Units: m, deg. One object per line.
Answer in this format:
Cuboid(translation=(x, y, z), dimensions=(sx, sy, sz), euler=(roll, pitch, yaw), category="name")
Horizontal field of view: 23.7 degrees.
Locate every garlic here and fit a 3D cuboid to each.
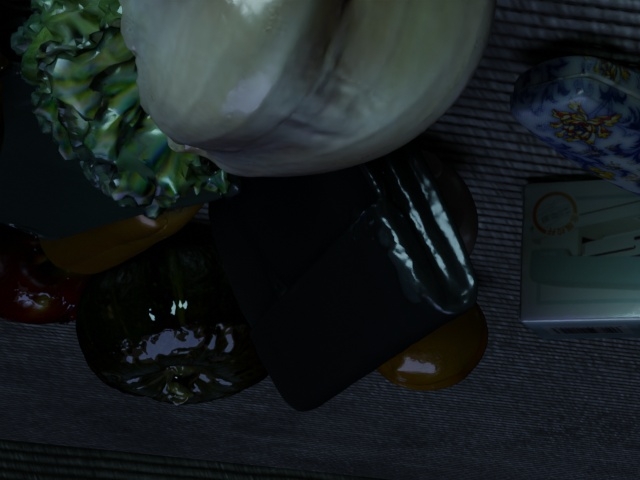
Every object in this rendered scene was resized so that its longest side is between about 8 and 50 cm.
Cuboid(translation=(-0.008, -0.122, 0.839), dimensions=(0.217, 0.110, 0.228), euler=(8, 120, -23), category="garlic")

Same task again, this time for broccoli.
Cuboid(translation=(-0.066, -0.152, 0.953), dimensions=(0.275, 0.177, 0.198), euler=(-31, 113, 16), category="broccoli")

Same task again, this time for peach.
Cuboid(translation=(0.115, 0.100, 1.658), dimensions=(0.138, 0.138, 0.138), euler=(4, 163, 1), category="peach")
Cuboid(translation=(-0.306, 0.048, 1.665), dimensions=(0.127, 0.092, 0.172), euler=(4, 161, -6), category="peach")

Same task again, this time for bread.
Cuboid(translation=(-0.192, -0.021, 1.445), dimensions=(0.092, 0.074, 0.239), euler=(19, 158, -26), category="bread")

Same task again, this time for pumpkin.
Cuboid(translation=(-0.140, 0.091, 1.617), dimensions=(0.238, 0.159, 0.238), euler=(-7, 162, -2), category="pumpkin")

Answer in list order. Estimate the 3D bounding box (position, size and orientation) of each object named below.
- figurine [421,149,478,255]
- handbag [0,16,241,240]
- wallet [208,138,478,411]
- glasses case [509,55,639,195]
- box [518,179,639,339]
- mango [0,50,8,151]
Cuboid(translation=(0.072, -0.014, 1.302), dimensions=(0.125, 0.125, 0.138), euler=(10, 155, -15), category="figurine")
Cuboid(translation=(-0.225, -0.088, 1.224), dimensions=(0.260, 0.079, 0.247), euler=(-12, 154, 37), category="handbag")
Cuboid(translation=(-0.001, 0.000, 1.223), dimensions=(0.062, 0.228, 0.406), euler=(-19, 170, -19), category="wallet")
Cuboid(translation=(0.243, -0.078, 1.148), dimensions=(0.087, 0.065, 0.248), euler=(-15, 153, 43), category="glasses case")
Cuboid(translation=(0.308, 0.012, 1.312), dimensions=(0.269, 0.135, 0.079), euler=(-2, 165, 24), category="box")
Cuboid(translation=(-0.307, -0.093, 1.025), dimensions=(0.199, 0.201, 0.350), euler=(-23, 149, -25), category="mango")
